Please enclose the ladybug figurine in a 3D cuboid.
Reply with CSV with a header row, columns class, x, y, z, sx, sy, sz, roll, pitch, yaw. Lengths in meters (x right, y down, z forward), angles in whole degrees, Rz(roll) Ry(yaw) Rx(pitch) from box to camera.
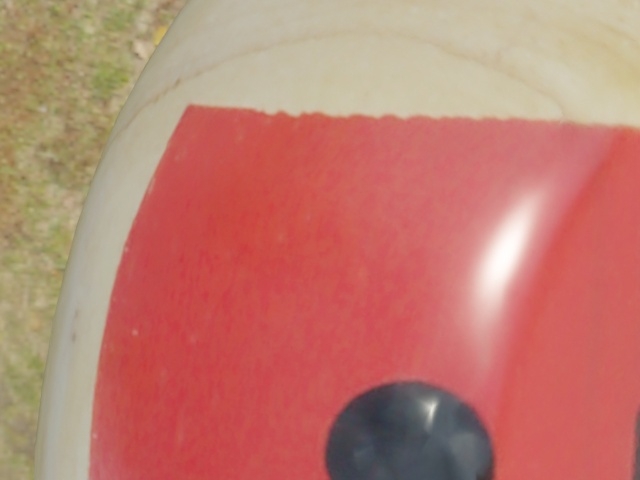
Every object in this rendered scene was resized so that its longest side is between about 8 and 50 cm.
class,x,y,z,sx,sy,sz,roll,pitch,yaw
ladybug figurine,0.063,0.089,0.450,0.162,0.305,0.449,13,103,59
